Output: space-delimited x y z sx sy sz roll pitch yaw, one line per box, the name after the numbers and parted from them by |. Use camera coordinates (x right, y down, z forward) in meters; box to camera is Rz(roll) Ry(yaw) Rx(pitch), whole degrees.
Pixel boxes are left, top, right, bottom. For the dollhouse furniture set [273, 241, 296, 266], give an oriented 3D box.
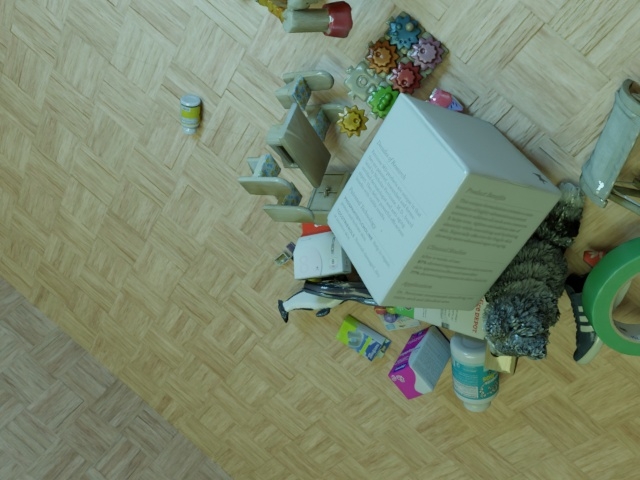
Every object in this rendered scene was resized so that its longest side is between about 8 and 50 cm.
-0.118 0.082 2.272 0.091 0.081 0.114 47 133 -6 | dollhouse furniture set

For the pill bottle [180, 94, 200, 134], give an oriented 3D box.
-0.421 -0.404 2.130 0.065 0.065 0.116 24 130 15 | pill bottle

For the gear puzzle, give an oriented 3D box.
0.154 -0.409 1.691 0.175 0.044 0.339 42 106 0 | gear puzzle

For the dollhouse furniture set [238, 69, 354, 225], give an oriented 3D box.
0.028 -0.205 1.813 0.256 0.362 0.394 3 150 31 | dollhouse furniture set

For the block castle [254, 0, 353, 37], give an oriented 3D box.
-0.005 -0.723 1.511 0.303 0.212 0.453 52 143 43 | block castle

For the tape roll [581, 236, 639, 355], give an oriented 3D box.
0.823 0.139 1.642 0.321 0.077 0.321 -1 119 -1 | tape roll

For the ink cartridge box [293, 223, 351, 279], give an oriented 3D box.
0.000 0.000 2.072 0.189 0.066 0.233 -11 80 36 | ink cartridge box

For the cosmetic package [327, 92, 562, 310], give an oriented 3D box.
0.287 -0.079 1.616 0.394 0.329 0.327 -59 41 29 | cosmetic package

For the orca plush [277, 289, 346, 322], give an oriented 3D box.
-0.002 0.218 2.281 0.287 0.151 0.102 -32 143 18 | orca plush

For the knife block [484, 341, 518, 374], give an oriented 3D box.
0.529 0.212 1.867 0.088 0.276 0.242 11 156 25 | knife block

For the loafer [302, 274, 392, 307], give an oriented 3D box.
0.094 0.147 2.119 0.302 0.109 0.095 9 90 13 | loafer

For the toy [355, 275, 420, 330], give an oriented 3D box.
0.215 0.212 2.177 0.136 0.056 0.237 -16 112 39 | toy

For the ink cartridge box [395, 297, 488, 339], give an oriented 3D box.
0.382 0.149 1.985 0.289 0.121 0.211 16 127 22 | ink cartridge box

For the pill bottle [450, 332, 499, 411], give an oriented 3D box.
0.490 0.415 2.089 0.146 0.146 0.264 7 125 27 | pill bottle

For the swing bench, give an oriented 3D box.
0.749 -0.190 1.496 0.254 0.165 0.253 23 131 17 | swing bench

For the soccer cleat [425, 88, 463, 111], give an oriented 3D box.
0.281 -0.294 1.770 0.095 0.083 0.248 35 130 0 | soccer cleat

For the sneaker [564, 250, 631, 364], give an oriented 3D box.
0.723 0.176 1.797 0.148 0.131 0.350 19 119 17 | sneaker

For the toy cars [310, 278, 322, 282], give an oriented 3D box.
0.057 0.043 2.113 0.393 0.087 0.176 -24 103 34 | toy cars

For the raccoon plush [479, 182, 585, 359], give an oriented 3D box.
0.516 0.081 1.638 0.216 0.299 0.447 11 105 16 | raccoon plush

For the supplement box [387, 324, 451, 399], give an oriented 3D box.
0.326 0.389 2.119 0.114 0.220 0.111 49 132 -7 | supplement box

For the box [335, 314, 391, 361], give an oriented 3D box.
0.149 0.349 2.323 0.178 0.042 0.109 31 133 10 | box
